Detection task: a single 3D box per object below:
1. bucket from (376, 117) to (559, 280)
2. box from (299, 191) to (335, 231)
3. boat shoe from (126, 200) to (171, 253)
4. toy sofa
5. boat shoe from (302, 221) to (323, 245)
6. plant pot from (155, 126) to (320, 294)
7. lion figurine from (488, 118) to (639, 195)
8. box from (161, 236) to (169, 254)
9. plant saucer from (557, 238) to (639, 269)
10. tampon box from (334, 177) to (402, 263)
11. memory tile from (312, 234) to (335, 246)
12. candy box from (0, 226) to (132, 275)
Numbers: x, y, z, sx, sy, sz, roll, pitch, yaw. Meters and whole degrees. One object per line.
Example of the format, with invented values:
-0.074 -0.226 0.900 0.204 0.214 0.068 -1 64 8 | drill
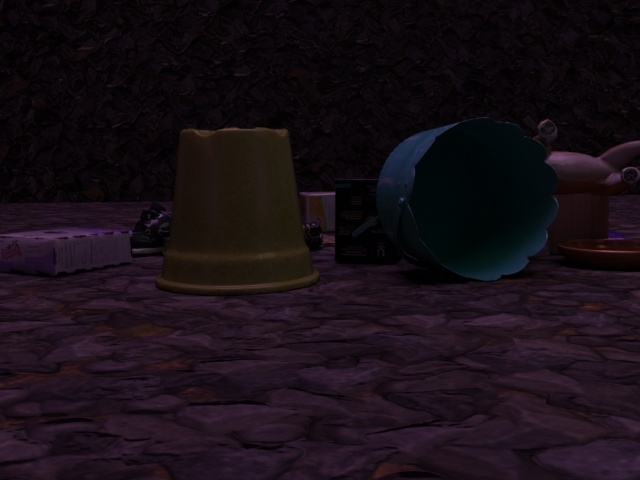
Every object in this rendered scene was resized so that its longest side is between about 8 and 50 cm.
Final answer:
0.238 -0.071 1.349 0.281 0.281 0.183 -3 5 -19 | bucket
0.048 -0.080 2.164 0.203 0.103 0.114 -2 7 -13 | box
-0.342 -0.032 1.739 0.339 0.113 0.127 -4 7 -27 | boat shoe
0.561 -0.064 1.736 0.177 0.150 0.362 -1 7 7 | toy sofa
-0.043 -0.013 1.708 0.083 0.065 0.183 -10 3 8 | boat shoe
-0.140 -0.058 1.311 0.275 0.254 0.276 -1 7 0 | plant pot
0.469 -0.133 1.489 0.391 0.142 0.240 11 -12 2 | lion figurine
-0.249 0.015 1.631 0.105 0.043 0.179 -5 6 -35 | box
0.537 0.025 1.449 0.199 0.037 0.200 0 7 0 | plant saucer
0.096 -0.041 1.542 0.120 0.161 0.101 2 7 15 | tampon box
0.000 0.000 1.860 0.113 0.012 0.148 -5 7 -33 | memory tile
-0.488 0.018 1.513 0.164 0.070 0.196 3 7 30 | candy box
